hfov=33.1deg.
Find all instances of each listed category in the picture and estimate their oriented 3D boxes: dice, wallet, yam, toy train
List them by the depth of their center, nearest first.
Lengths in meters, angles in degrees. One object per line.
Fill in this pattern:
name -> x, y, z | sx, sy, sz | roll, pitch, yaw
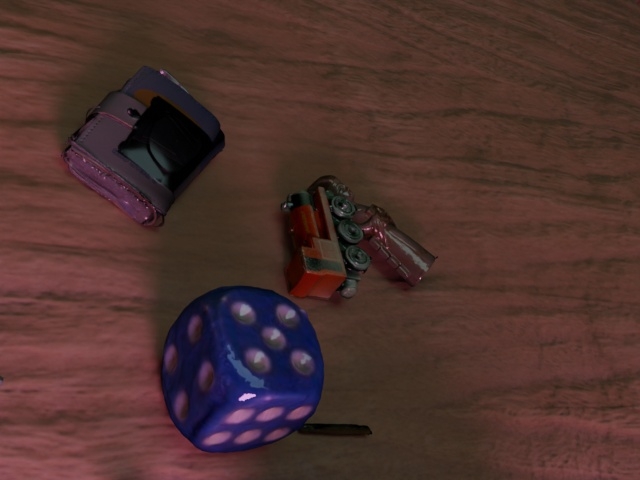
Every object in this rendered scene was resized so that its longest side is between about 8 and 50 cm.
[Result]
dice -> -0.090, 0.146, 1.205 | 0.143, 0.146, 0.146 | 6, 49, -36
yam -> 0.018, 0.231, 1.323 | 0.107, 0.014, 0.014 | 9, 47, -34
wallet -> -0.227, -0.132, 1.432 | 0.170, 0.069, 0.231 | 41, 38, -8
toy train -> 0.000, 0.000, 1.497 | 0.118, 0.074, 0.175 | 10, 49, -30

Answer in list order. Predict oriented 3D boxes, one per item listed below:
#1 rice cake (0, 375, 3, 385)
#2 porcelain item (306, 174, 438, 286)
rice cake -> -0.391, 0.181, 0.989 | 0.127, 0.043, 0.237 | 34, 38, -11
porcelain item -> 0.075, -0.022, 1.596 | 0.213, 0.054, 0.084 | 41, 23, 1
